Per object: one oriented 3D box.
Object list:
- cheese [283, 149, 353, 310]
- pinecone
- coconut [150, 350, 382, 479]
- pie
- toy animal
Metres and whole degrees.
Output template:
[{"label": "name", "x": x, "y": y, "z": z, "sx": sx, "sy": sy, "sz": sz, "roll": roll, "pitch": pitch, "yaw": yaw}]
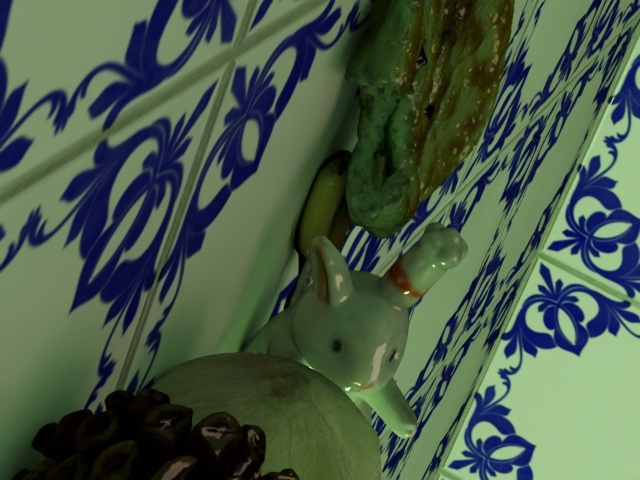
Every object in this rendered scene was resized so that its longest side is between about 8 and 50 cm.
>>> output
[{"label": "cheese", "x": -0.001, "y": -0.001, "z": 1.753, "sx": 0.086, "sy": 0.036, "sz": 0.162, "roll": -37, "pitch": 151, "yaw": -62}, {"label": "pinecone", "x": -0.113, "y": 0.187, "z": 1.316, "sx": 0.208, "sy": 0.207, "sz": 0.208, "roll": -58, "pitch": 167, "yaw": -21}, {"label": "coconut", "x": -0.053, "y": 0.189, "z": 1.537, "sx": 0.224, "sy": 0.224, "sz": 0.234, "roll": -43, "pitch": 155, "yaw": -58}, {"label": "pie", "x": 0.092, "y": -0.140, "z": 1.697, "sx": 0.302, "sy": 0.067, "sz": 0.302, "roll": 16, "pitch": 90, "yaw": -71}, {"label": "toy animal", "x": 0.016, "y": 0.098, "z": 1.685, "sx": 0.282, "sy": 0.140, "sz": 0.138, "roll": -47, "pitch": -136, "yaw": 49}]
